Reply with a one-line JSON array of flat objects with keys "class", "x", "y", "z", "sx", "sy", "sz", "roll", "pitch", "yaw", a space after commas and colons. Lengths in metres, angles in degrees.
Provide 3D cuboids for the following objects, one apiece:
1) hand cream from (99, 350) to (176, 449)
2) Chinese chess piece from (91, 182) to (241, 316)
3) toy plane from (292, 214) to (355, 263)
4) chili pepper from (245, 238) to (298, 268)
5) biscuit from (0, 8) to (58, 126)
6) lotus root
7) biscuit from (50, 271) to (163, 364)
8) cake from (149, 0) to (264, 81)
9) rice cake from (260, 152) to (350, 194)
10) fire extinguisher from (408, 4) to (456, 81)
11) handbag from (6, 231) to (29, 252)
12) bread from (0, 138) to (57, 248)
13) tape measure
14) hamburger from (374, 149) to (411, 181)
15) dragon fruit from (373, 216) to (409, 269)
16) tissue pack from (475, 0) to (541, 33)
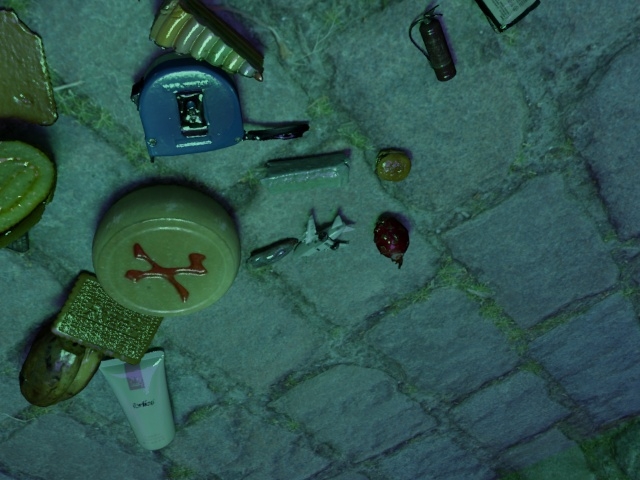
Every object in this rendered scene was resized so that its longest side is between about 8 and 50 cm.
[{"class": "hand cream", "x": -0.519, "y": 0.472, "z": 1.788, "sx": 0.185, "sy": 0.118, "sz": 0.359, "roll": -9, "pitch": 125, "yaw": -4}, {"class": "Chinese chess piece", "x": -0.355, "y": 0.027, "z": 1.413, "sx": 0.337, "sy": 0.141, "sz": 0.338, "roll": -6, "pitch": 131, "yaw": -6}, {"class": "toy plane", "x": 0.000, "y": 0.000, "z": 1.514, "sx": 0.171, "sy": 0.066, "sz": 0.162, "roll": -39, "pitch": 138, "yaw": 15}, {"class": "chili pepper", "x": -0.125, "y": 0.037, "z": 1.534, "sx": 0.153, "sy": 0.041, "sz": 0.050, "roll": -20, "pitch": 173, "yaw": 6}, {"class": "biscuit", "x": -0.635, "y": -0.322, "z": 1.142, "sx": 0.231, "sy": 0.013, "sz": 0.237, "roll": -1, "pitch": 131, "yaw": -10}, {"class": "lotus root", "x": -0.688, "y": 0.334, "z": 1.586, "sx": 0.193, "sy": 0.193, "sz": 0.291, "roll": 26, "pitch": 121, "yaw": -29}, {"class": "biscuit", "x": -0.532, "y": 0.205, "z": 1.538, "sx": 0.254, "sy": 0.029, "sz": 0.172, "roll": 32, "pitch": 78, "yaw": -33}, {"class": "cake", "x": -0.194, "y": -0.380, "z": 1.117, "sx": 0.225, "sy": 0.109, "sz": 0.090, "roll": 17, "pitch": 125, "yaw": -23}, {"class": "rice cake", "x": -0.033, "y": -0.150, "z": 1.377, "sx": 0.206, "sy": 0.063, "sz": 0.069, "roll": -9, "pitch": 137, "yaw": -2}, {"class": "fire extinguisher", "x": 0.228, "y": -0.399, "z": 1.232, "sx": 0.078, "sy": 0.045, "sz": 0.157, "roll": -9, "pitch": 136, "yaw": 26}, {"class": "handbag", "x": -0.773, "y": -0.049, "z": 1.312, "sx": 0.270, "sy": 0.089, "sz": 0.175, "roll": 13, "pitch": 135, "yaw": -21}, {"class": "bread", "x": -0.647, "y": -0.094, "z": 1.203, "sx": 0.185, "sy": 0.124, "sz": 0.257, "roll": 35, "pitch": 82, "yaw": -13}, {"class": "tape measure", "x": -0.194, "y": -0.273, "z": 1.222, "sx": 0.350, "sy": 0.098, "sz": 0.215, "roll": -9, "pitch": 132, "yaw": -7}, {"class": "hamburger", "x": 0.169, "y": -0.173, "z": 1.410, "sx": 0.083, "sy": 0.044, "sz": 0.076, "roll": -1, "pitch": 131, "yaw": -14}, {"class": "dragon fruit", "x": 0.194, "y": 0.017, "z": 1.552, "sx": 0.094, "sy": 0.094, "sz": 0.191, "roll": -22, "pitch": 136, "yaw": 8}, {"class": "tissue pack", "x": 0.330, "y": -0.490, "z": 1.141, "sx": 0.103, "sy": 0.091, "sz": 0.170, "roll": -38, "pitch": 125, "yaw": 20}]
